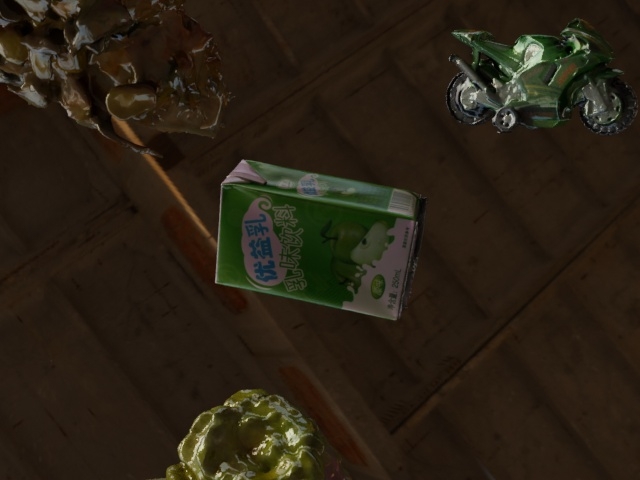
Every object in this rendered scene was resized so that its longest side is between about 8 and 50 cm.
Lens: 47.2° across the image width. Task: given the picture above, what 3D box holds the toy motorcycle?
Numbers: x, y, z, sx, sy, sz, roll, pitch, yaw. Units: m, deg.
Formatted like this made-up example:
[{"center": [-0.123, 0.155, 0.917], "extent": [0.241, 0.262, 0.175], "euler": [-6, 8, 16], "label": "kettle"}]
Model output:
[{"center": [0.206, -0.156, 0.697], "extent": [0.074, 0.190, 0.106], "euler": [-15, -69, -49], "label": "toy motorcycle"}]

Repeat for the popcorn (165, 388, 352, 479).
[{"center": [-0.032, 0.169, 0.467], "extent": [0.145, 0.126, 0.126], "euler": [37, -75, 14], "label": "popcorn"}]

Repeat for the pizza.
[{"center": [-0.123, -0.115, 0.341], "extent": [0.147, 0.226, 0.069], "euler": [-16, -133, -7], "label": "pizza"}]

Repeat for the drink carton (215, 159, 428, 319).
[{"center": [0.000, 0.000, 0.998], "extent": [0.271, 0.108, 0.161], "euler": [12, -64, 7], "label": "drink carton"}]

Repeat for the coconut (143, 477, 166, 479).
[{"center": [-0.128, 0.366, 0.640], "extent": [0.323, 0.323, 0.322], "euler": [3, -100, -20], "label": "coconut"}]
